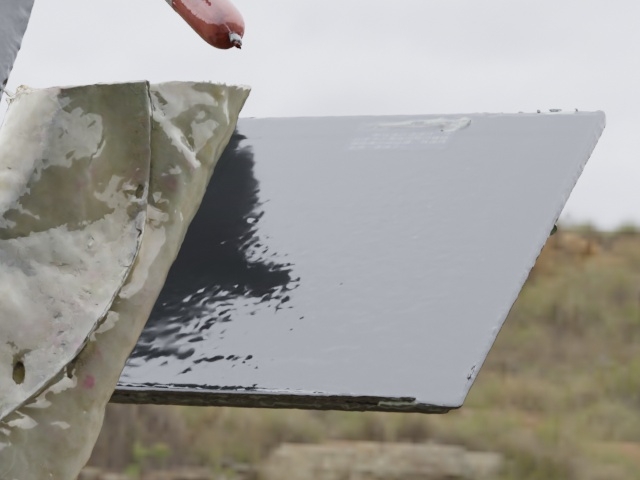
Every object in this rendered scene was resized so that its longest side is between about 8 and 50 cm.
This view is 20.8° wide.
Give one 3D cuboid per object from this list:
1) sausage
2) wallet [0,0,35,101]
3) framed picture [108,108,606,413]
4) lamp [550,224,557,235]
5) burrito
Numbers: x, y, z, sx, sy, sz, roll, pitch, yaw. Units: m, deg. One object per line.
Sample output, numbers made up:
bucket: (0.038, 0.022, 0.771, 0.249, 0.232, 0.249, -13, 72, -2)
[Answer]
sausage: (-0.105, -0.180, 1.092, 0.029, 0.029, 0.223, 10, 30, -44)
wallet: (-0.279, -0.168, 1.241, 0.146, 0.285, 0.030, 26, -43, -19)
framed picture: (0.000, 0.000, 0.961, 0.255, 0.014, 0.338, 0, 27, 22)
lamp: (0.186, -0.043, 1.769, 0.121, 0.054, 0.041, 16, -38, -31)
burrito: (-0.104, 0.030, 0.640, 0.087, 0.226, 0.060, 22, -10, -8)
